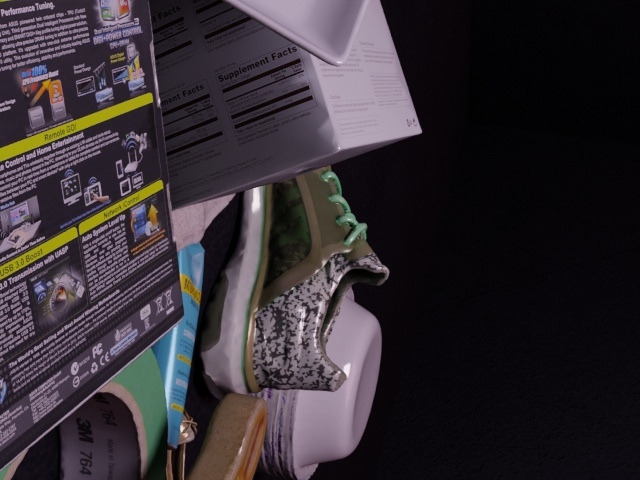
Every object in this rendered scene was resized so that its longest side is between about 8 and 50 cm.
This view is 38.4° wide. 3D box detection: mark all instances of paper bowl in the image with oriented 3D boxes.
[{"bbox_3d":[-0.007,0.186,1.252,0.284,0.148,0.284,11,90,-77],"label":"paper bowl"}]

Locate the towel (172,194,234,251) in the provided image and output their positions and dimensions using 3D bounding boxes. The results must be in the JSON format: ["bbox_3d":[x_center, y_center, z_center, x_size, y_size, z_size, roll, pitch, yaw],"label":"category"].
[{"bbox_3d":[-0.116,-0.104,0.830,0.282,0.049,0.187,-59,155,-56],"label":"towel"}]

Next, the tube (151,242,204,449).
[{"bbox_3d":[-0.142,0.091,0.872,0.080,0.052,0.207,82,16,-69],"label":"tube"}]

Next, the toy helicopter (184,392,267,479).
[{"bbox_3d":[-0.102,0.246,0.639,0.355,0.140,0.235,-62,159,-58],"label":"toy helicopter"}]

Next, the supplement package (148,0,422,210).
[{"bbox_3d":[-0.045,-0.149,0.696,0.194,0.149,0.203,-23,95,-66],"label":"supplement package"}]

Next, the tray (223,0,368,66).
[{"bbox_3d":[-0.087,-0.212,0.530,0.030,0.270,0.145,-38,-153,56],"label":"tray"}]

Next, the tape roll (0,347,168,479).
[{"bbox_3d":[-0.206,0.206,0.627,0.321,0.077,0.321,9,90,-75],"label":"tape roll"}]

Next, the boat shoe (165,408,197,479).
[{"bbox_3d":[-0.146,0.191,0.910,0.050,0.045,0.135,-13,112,-75],"label":"boat shoe"}]

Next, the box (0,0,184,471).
[{"bbox_3d":[-0.160,-0.011,0.412,0.270,0.060,0.216,-44,133,-61],"label":"box"}]

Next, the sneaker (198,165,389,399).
[{"bbox_3d":[0.000,0.000,1.076,0.158,0.182,0.410,56,45,-70],"label":"sneaker"}]
